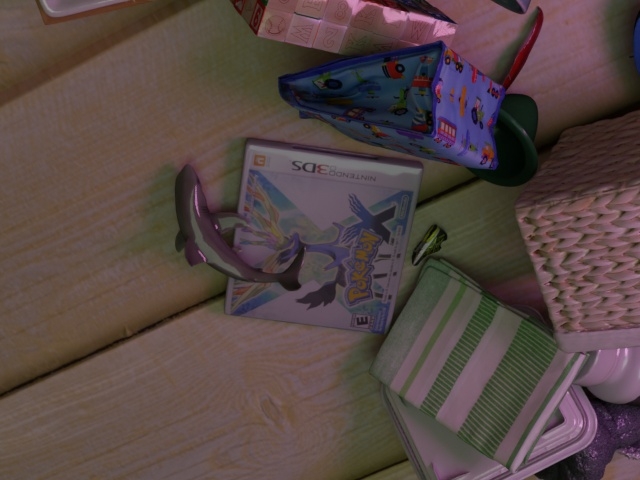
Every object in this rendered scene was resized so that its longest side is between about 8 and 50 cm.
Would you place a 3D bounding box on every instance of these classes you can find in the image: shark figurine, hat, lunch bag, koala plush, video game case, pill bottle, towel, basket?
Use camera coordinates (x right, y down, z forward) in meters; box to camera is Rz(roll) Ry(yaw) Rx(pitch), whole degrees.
[{"bbox_3d":[-0.165,0.025,1.639,0.278,0.116,0.166,39,120,3],"label":"shark figurine"},{"bbox_3d":[0.325,-0.215,1.602,0.173,0.208,0.183,41,65,3],"label":"hat"},{"bbox_3d":[0.093,-0.191,1.474,0.293,0.221,0.138,3,83,33],"label":"lunch bag"},{"bbox_3d":[0.510,0.342,1.805,0.221,0.203,0.196,-13,101,-19],"label":"koala plush"},{"bbox_3d":[0.000,0.000,1.703,0.300,0.036,0.328,8,116,-5],"label":"video game case"},{"bbox_3d":[0.555,0.198,1.690,0.319,0.176,0.176,12,116,-24],"label":"pill bottle"},{"bbox_3d":[0.257,0.206,1.669,0.325,0.038,0.247,33,101,31],"label":"towel"},{"bbox_3d":[0.507,-0.031,1.497,0.331,0.328,0.266,-13,112,36],"label":"basket"}]

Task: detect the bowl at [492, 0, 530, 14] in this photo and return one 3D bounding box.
[{"bbox_3d":[0.203,-0.465,1.347,0.312,0.311,0.163,33,102,-16],"label":"bowl"}]

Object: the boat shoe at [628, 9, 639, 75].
[{"bbox_3d":[0.554,-0.269,1.559,0.109,0.089,0.258,-7,129,31],"label":"boat shoe"}]

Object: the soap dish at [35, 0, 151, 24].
[{"bbox_3d":[-0.333,-0.479,1.422,0.229,0.118,0.290,-12,116,5],"label":"soap dish"}]

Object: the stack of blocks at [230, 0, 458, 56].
[{"bbox_3d":[0.031,-0.340,1.464,0.297,0.171,0.087,8,117,-25],"label":"stack of blocks"}]

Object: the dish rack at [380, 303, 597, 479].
[{"bbox_3d":[0.281,0.287,1.731,0.333,0.285,0.072,-30,156,12],"label":"dish rack"}]

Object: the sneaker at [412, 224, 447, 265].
[{"bbox_3d":[0.190,0.014,1.716,0.035,0.031,0.083,29,112,-14],"label":"sneaker"}]
